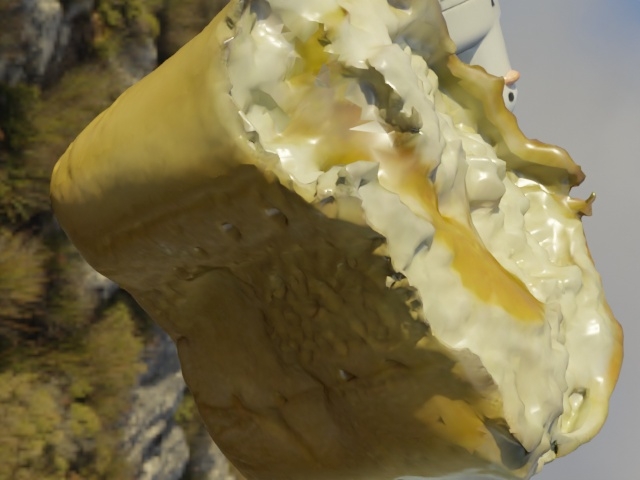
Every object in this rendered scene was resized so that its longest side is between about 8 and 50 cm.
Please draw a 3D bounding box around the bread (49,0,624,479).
[{"bbox_3d":[0.000,0.000,0.791,0.361,0.250,0.394,55,-37,-10],"label":"bread"}]

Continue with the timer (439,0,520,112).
[{"bbox_3d":[0.083,-0.218,1.125,0.233,0.233,0.240,-97,168,-72],"label":"timer"}]
